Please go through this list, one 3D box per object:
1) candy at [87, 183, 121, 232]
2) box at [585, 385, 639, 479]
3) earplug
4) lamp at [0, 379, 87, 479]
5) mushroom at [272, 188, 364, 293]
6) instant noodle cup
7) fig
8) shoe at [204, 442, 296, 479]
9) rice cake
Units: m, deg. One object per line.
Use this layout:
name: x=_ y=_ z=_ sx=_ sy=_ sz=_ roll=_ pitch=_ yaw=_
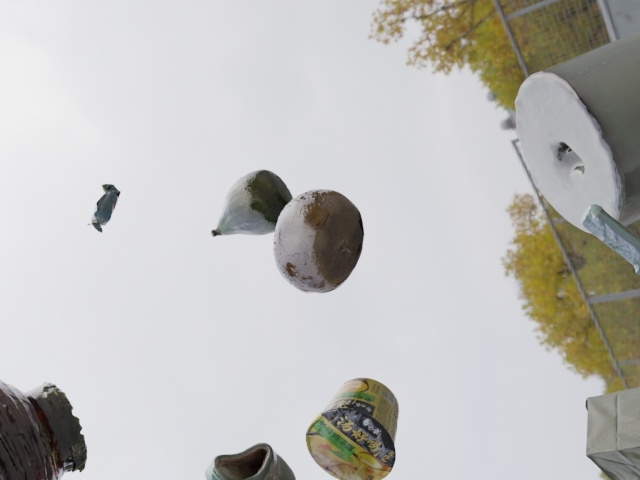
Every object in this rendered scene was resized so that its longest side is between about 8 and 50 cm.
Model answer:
candy: x=-0.273 y=-0.043 z=0.843 sx=0.030 sy=0.020 sz=0.083 roll=33 pitch=-143 yaw=-20
box: x=0.697 y=0.448 z=1.449 sx=0.231 sy=0.155 sz=0.149 roll=44 pitch=-137 yaw=-22
earplug: x=0.601 y=-0.227 z=1.199 sx=0.312 sy=0.394 sz=0.312 roll=155 pitch=90 yaw=-86
lamp: x=-0.399 y=0.264 z=0.785 sx=0.247 sy=0.247 sz=0.246 roll=29 pitch=-126 yaw=-50
mushroom: x=0.000 y=0.000 z=0.793 sx=0.087 sy=0.127 sz=0.127 roll=13 pitch=-113 yaw=-54
instant noodle cup: x=0.066 y=0.309 z=1.115 sx=0.151 sy=0.151 sz=0.122 roll=68 pitch=-152 yaw=-13
fig: x=-0.130 y=-0.057 z=1.217 sx=0.117 sy=0.177 sz=0.117 roll=30 pitch=-132 yaw=-39
shoe: x=-0.097 y=0.372 z=1.092 sx=0.195 sy=0.078 sz=0.079 roll=21 pitch=-161 yaw=-46
rice cake: x=0.448 y=0.017 z=0.958 sx=0.180 sy=0.030 sz=0.042 roll=39 pitch=-131 yaw=-3
